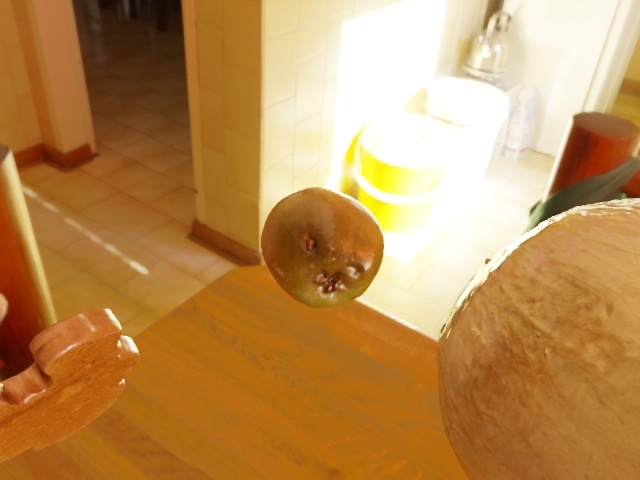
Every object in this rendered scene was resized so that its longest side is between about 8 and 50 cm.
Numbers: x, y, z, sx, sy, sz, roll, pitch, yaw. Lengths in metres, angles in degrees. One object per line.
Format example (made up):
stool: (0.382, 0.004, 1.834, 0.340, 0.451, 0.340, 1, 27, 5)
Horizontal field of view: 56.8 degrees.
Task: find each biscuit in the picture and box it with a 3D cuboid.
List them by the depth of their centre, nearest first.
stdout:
biscuit: (-0.299, 0.168, 0.658, 0.202, 0.334, 0.047, -36, 77, -20)

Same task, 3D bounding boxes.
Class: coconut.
coconut: (0.298, 0.138, 0.614, 0.405, 0.404, 0.404, 3, 35, -2)

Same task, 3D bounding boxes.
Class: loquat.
loquat: (0.000, 0.000, 1.033, 0.213, 0.213, 0.246, -4, 33, -11)
